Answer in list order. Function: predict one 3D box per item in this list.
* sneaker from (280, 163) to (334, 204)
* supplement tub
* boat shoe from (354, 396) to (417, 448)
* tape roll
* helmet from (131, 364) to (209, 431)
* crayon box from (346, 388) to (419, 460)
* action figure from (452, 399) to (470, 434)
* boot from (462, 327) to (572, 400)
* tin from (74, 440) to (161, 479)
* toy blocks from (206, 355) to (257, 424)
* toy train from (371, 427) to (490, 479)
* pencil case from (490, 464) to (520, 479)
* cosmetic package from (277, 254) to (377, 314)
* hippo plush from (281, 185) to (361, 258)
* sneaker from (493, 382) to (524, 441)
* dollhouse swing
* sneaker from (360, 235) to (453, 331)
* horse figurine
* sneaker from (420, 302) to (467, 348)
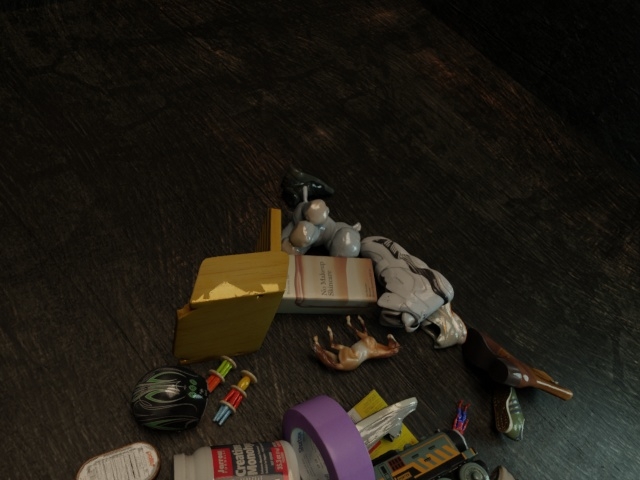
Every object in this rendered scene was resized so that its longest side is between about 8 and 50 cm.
[{"bbox_3d":[-0.054,-0.184,1.846,0.227,0.130,0.087,12,31,-48],"label":"sneaker"},{"bbox_3d":[-0.193,0.558,1.162,0.271,0.191,0.191,2,54,-18],"label":"supplement tub"},{"bbox_3d":[0.163,0.478,1.326,0.227,0.079,0.081,-19,72,-24],"label":"boat shoe"},{"bbox_3d":[0.013,0.512,1.216,0.090,0.275,0.275,-15,61,-30],"label":"tape roll"},{"bbox_3d":[-0.372,0.383,1.260,0.161,0.169,0.170,19,48,-28],"label":"helmet"},{"bbox_3d":[0.166,0.580,1.345,0.202,0.081,0.318,-29,67,-34],"label":"crayon box"},{"bbox_3d":[0.410,0.524,1.510,0.038,0.030,0.115,30,52,-3],"label":"action figure"},{"bbox_3d":[0.614,0.383,1.629,0.280,0.096,0.264,18,8,-24],"label":"boot"},{"bbox_3d":[-0.462,0.533,1.187,0.189,0.040,0.106,-12,64,-27],"label":"tin"},{"bbox_3d":[-0.255,0.392,1.353,0.123,0.054,0.148,33,51,6],"label":"toy blocks"},{"bbox_3d":[0.252,0.577,1.244,0.333,0.142,0.190,-14,51,-28],"label":"toy train"},{"bbox_3d":[0.565,0.757,1.305,0.410,0.160,0.183,36,40,8],"label":"pencil case"},{"bbox_3d":[0.008,0.137,1.582,0.295,0.129,0.153,2,62,-18],"label":"cosmetic package"},{"bbox_3d":[0.000,0.000,1.680,0.236,0.234,0.294,33,6,-16],"label":"hippo plush"},{"bbox_3d":[0.572,0.515,1.559,0.086,0.064,0.192,43,37,-15],"label":"sneaker"},{"bbox_3d":[-0.248,0.103,1.381,0.314,0.347,0.305,-5,57,-23],"label":"dollhouse swing"},{"bbox_3d":[0.219,0.135,1.646,0.365,0.137,0.210,34,64,32],"label":"sneaker"},{"bbox_3d":[0.093,0.314,1.531,0.263,0.066,0.174,-19,57,-33],"label":"horse figurine"},{"bbox_3d":[0.360,0.227,1.674,0.120,0.099,0.263,-15,60,-23],"label":"sneaker"}]
